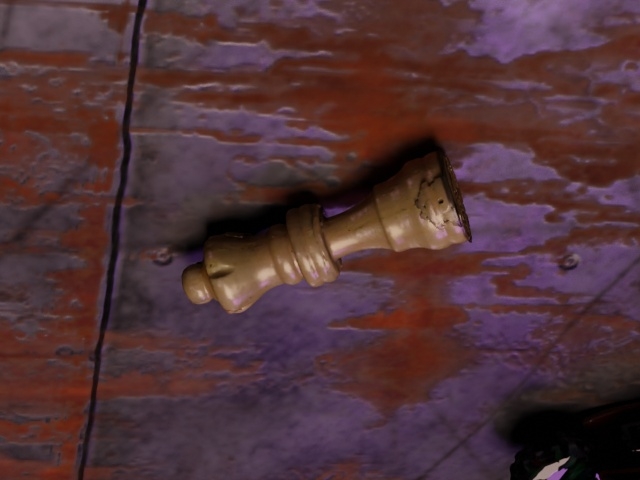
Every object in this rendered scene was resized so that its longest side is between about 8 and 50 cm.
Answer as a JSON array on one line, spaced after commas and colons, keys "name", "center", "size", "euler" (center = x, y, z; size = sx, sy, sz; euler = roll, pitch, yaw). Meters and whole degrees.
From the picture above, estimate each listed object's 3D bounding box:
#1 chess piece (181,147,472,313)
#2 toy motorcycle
[{"name": "chess piece", "center": [0.000, 0.001, 1.044], "size": [0.172, 0.060, 0.060], "euler": [-19, 135, 9]}, {"name": "toy motorcycle", "center": [0.240, 0.166, 1.237], "size": [0.213, 0.082, 0.122], "euler": [-13, 134, 2]}]
